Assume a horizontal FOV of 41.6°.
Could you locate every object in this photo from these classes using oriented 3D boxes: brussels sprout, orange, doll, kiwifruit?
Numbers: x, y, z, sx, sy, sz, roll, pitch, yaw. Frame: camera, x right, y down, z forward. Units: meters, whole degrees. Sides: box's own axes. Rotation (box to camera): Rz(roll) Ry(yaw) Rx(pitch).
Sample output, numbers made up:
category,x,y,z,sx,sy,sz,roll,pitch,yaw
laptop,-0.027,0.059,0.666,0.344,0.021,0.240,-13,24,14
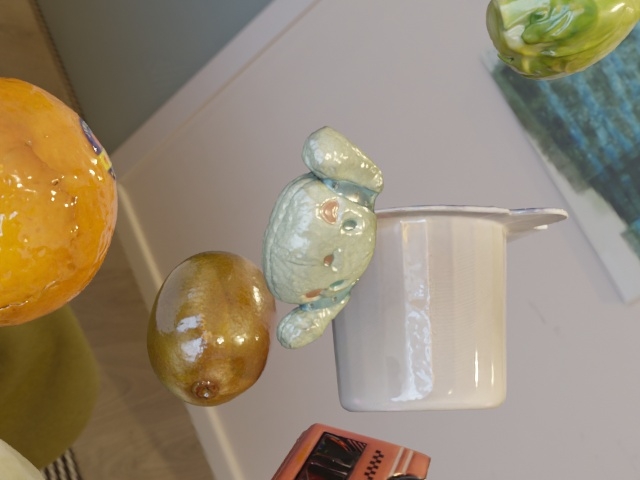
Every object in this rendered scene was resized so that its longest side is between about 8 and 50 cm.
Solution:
category,x,y,z,sx,sy,sz,roll,pitch,yaw
brussels sprout,0.356,-0.321,1.221,0.223,0.223,0.161,-38,109,-60
orange,-0.289,-0.034,0.737,0.219,0.219,0.193,39,-5,-25
doll,0.000,0.000,0.756,0.103,0.214,0.071,-3,27,-30
kiwifruit,-0.157,0.130,1.229,0.196,0.196,0.234,37,37,-28

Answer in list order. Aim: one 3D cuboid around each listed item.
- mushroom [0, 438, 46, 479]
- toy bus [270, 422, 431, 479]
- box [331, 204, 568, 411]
category,x,y,z,sx,sy,sz,roll,pitch,yaw
mushroom,-0.219,0.214,0.544,0.122,0.159,0.329,44,-8,35
toy bus,-0.008,0.412,0.995,0.232,0.203,0.427,18,26,14
box,0.131,0.083,0.923,0.262,0.291,0.207,18,69,-62
